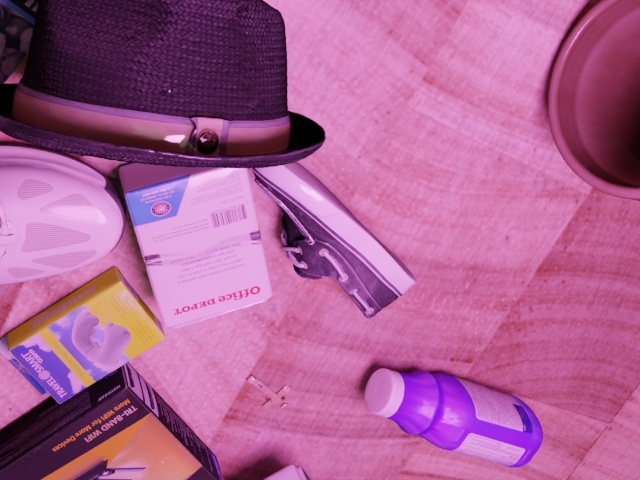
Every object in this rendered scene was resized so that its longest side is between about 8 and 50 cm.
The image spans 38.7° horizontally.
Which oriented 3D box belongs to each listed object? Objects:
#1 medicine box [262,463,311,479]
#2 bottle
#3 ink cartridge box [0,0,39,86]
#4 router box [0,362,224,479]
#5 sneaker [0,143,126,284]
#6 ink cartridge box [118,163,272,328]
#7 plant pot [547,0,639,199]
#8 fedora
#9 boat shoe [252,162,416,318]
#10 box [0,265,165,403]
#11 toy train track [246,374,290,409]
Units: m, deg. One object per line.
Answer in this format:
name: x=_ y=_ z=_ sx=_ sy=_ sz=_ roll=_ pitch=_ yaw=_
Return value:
medicine box: x=-0.098 y=0.488 z=1.297 sx=0.289 sy=0.149 sz=0.263 roll=-28 pitch=143 yaw=-3
bottle: x=0.194 y=0.253 z=1.333 sx=0.282 sy=0.118 sz=0.092 roll=21 pitch=110 yaw=-30
ink cartridge box: x=-0.360 y=-0.245 z=0.859 sx=0.208 sy=0.045 sz=0.206 roll=35 pitch=104 yaw=-33
router box: x=-0.318 y=0.326 z=1.205 sx=0.308 sy=0.081 sz=0.243 roll=-34 pitch=125 yaw=1
sneaker: x=-0.405 y=0.026 z=0.893 sx=0.447 sy=0.257 sz=0.169 roll=-1 pitch=119 yaw=-20
ink cartridge box: x=-0.145 y=-0.008 z=1.078 sx=0.139 sy=0.082 sz=0.191 roll=-16 pitch=124 yaw=-11
plant pot: x=0.453 y=-0.171 z=1.137 sx=0.229 sy=0.263 sz=0.263 roll=5 pitch=118 yaw=-44
fedora: x=-0.151 y=-0.172 z=0.863 sx=0.334 sy=0.334 sz=0.153 roll=3 pitch=107 yaw=-22
boat shoe: x=0.000 y=0.000 z=1.129 sx=0.102 sy=0.108 sz=0.301 roll=-44 pitch=131 yaw=5
box: x=-0.296 y=0.123 z=1.121 sx=0.178 sy=0.042 sz=0.109 roll=-32 pitch=124 yaw=-2
toy train track: x=-0.072 y=0.214 z=1.274 sx=0.048 sy=0.014 sz=0.083 roll=-42 pitch=124 yaw=6
